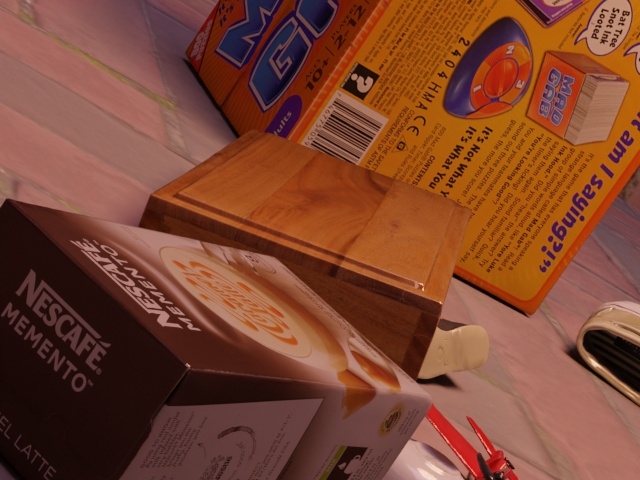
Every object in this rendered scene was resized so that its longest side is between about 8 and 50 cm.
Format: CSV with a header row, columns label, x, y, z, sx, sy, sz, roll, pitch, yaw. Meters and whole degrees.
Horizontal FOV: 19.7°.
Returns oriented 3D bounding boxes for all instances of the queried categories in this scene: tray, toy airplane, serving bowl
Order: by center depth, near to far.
label,x,y,z,sx,sy,sz,roll,pitch,yaw
serving bowl,0.067,0.150,1.175,0.083,0.027,0.083,33,13,-8
toy airplane,0.114,0.154,1.220,0.151,0.028,0.151,52,1,-1
tray,0.000,0.000,1.376,0.203,0.076,0.411,21,10,3

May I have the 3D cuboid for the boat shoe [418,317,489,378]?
label,x,y,z,sx,sy,sz,roll,pitch,yaw
boat shoe,0.080,0.083,1.451,0.042,0.049,0.133,3,-1,39

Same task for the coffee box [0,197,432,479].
label,x,y,z,sx,sy,sz,roll,pitch,yaw
coffee box,-0.067,0.072,0.952,0.141,0.098,0.246,40,13,27

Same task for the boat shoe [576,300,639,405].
label,x,y,z,sx,sy,sz,roll,pitch,yaw
boat shoe,0.389,0.165,1.856,0.302,0.109,0.094,29,25,21

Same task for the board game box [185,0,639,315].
label,x,y,z,sx,sy,sz,roll,pitch,yaw
board game box,0.130,-0.206,1.961,0.356,0.356,0.356,28,13,-27
